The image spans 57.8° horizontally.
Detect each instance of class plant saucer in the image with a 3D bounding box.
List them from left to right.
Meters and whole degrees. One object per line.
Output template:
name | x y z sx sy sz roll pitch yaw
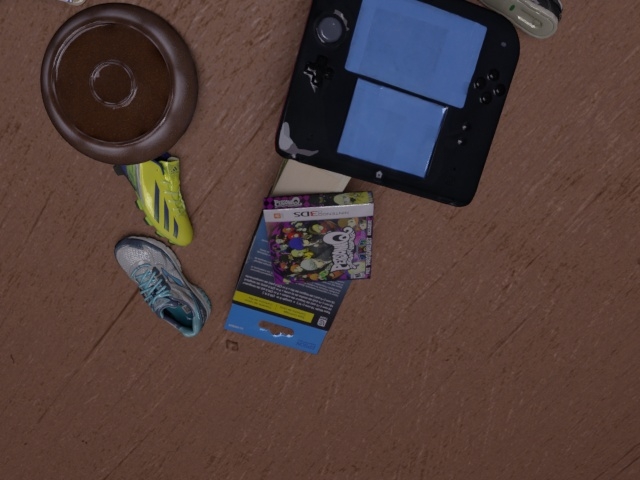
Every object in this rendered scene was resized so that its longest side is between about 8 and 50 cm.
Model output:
plant saucer | -0.395 -0.301 1.118 0.310 0.050 0.311 0 99 0

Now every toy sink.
toy sink | -0.007 -0.162 1.148 0.131 0.153 0.234 23 135 -10

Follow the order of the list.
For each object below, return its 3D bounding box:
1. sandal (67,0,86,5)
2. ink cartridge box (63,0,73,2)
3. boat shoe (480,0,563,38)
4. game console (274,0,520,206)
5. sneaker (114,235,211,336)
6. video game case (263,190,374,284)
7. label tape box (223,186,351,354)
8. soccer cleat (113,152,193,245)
sandal | -0.453 -0.542 1.028 0.088 0.079 0.240 12 115 -8
ink cartridge box | -0.574 -0.510 0.941 0.332 0.065 0.166 6 114 -26
boat shoe | 0.362 -0.483 1.104 0.233 0.084 0.079 33 72 -9
game console | 0.141 -0.264 1.002 0.386 0.060 0.342 14 94 -15
sneaker | -0.358 0.106 1.323 0.110 0.122 0.283 -37 112 14
video game case | 0.000 0.000 1.167 0.210 0.042 0.232 -3 138 0
label tape box | -0.058 0.074 1.328 0.240 0.106 0.334 18 114 -11
soccer cleat | -0.338 -0.115 1.234 0.121 0.093 0.289 -25 114 7
